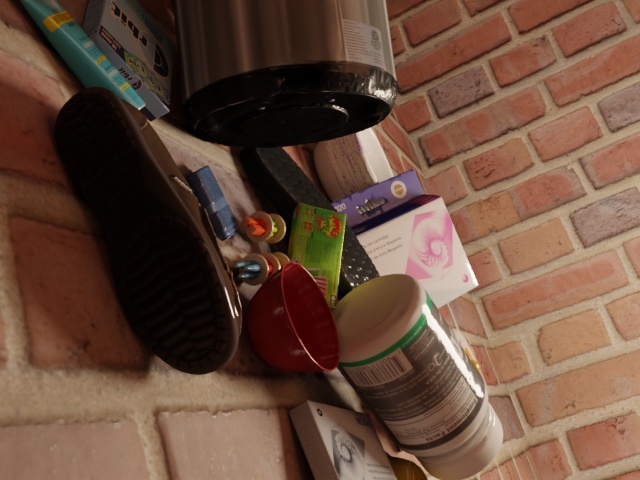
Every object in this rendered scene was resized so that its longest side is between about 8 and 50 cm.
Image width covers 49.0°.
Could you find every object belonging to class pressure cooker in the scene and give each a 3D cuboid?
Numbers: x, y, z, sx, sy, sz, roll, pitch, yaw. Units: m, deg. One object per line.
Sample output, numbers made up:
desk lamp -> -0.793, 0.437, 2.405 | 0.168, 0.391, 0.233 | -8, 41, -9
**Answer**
pressure cooker -> -0.063, -0.395, 1.194 | 0.370, 0.375, 0.420 | 28, 54, -82

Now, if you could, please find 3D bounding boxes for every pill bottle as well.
pill bottle -> 0.175, 0.253, 1.266 | 0.361, 0.204, 0.204 | 55, 20, -24

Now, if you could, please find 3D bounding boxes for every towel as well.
towel -> -0.173, -0.058, 1.120 | 0.119, 0.029, 0.067 | 65, 16, -7

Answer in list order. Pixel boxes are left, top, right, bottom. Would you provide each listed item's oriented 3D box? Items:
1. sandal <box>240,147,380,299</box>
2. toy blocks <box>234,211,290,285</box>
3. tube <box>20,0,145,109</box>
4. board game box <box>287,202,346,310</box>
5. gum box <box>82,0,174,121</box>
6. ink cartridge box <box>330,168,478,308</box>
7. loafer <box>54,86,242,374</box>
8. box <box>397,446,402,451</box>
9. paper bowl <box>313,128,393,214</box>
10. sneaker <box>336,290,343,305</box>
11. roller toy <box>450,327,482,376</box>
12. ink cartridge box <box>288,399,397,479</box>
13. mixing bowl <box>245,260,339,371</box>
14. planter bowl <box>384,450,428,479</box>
sandal -> -0.016, -0.005, 1.402 | 0.446, 0.107, 0.167 | 53, 26, 3
toy blocks -> -0.104, 0.012, 1.161 | 0.148, 0.054, 0.123 | 1, 80, -71
tube -> -0.318, -0.248, 0.928 | 0.207, 0.052, 0.080 | 53, 11, -19
board game box -> -0.012, 0.032, 1.269 | 0.092, 0.043, 0.181 | 13, 69, -16
gum box -> -0.289, -0.297, 1.071 | 0.157, 0.041, 0.184 | 50, 24, -42
ink cartridge box -> 0.181, 0.023, 1.646 | 0.324, 0.071, 0.330 | -25, 93, -28
loafer -> -0.185, -0.017, 0.859 | 0.366, 0.134, 0.130 | 67, 18, 2
box -> 0.189, 0.371, 1.542 | 0.126, 0.072, 0.137 | 66, 17, -2
paper bowl -> 0.085, -0.186, 1.832 | 0.284, 0.148, 0.284 | 54, 20, -31
sneaker -> 0.117, 0.202, 1.485 | 0.252, 0.111, 0.103 | 59, 19, -22
roller toy -> 0.274, 0.292, 1.521 | 0.191, 0.146, 0.209 | 45, 27, -51
ink cartridge box -> 0.057, 0.375, 1.125 | 0.223, 0.045, 0.224 | 31, 30, -55
mixing bowl -> -0.054, 0.133, 1.100 | 0.181, 0.098, 0.181 | 56, 20, -31
planter bowl -> 0.150, 0.469, 1.275 | 0.217, 0.090, 0.217 | 55, 21, -33
